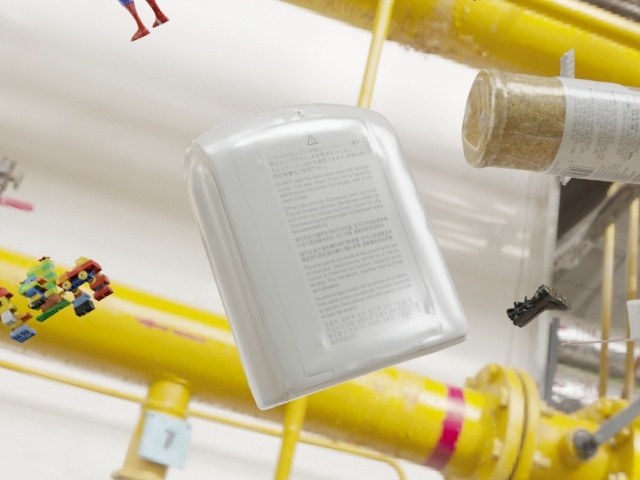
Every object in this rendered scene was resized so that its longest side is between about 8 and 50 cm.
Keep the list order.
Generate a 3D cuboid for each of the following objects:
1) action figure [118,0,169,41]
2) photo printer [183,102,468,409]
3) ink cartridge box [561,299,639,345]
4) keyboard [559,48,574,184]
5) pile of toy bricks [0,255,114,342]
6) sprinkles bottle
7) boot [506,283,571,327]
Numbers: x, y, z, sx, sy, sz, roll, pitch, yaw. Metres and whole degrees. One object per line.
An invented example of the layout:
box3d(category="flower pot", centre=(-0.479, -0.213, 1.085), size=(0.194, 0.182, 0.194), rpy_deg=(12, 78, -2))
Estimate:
box3d(category="action figure", centre=(-0.389, -0.473, 1.555), size=(0.139, 0.091, 0.280), rpy_deg=(-8, -61, 42))
box3d(category="photo printer", centre=(0.000, 0.000, 0.981), size=(0.256, 0.308, 0.107), rpy_deg=(-14, -11, -29))
box3d(category="ink cartridge box", centre=(0.520, 0.111, 1.296), size=(0.275, 0.060, 0.238), rpy_deg=(2, -8, -39))
box3d(category="keyboard", centre=(0.483, -0.240, 1.767), size=(0.014, 0.072, 0.256), rpy_deg=(8, -68, 32))
box3d(category="pile of toy bricks", centre=(-0.453, 0.075, 1.498), size=(0.212, 0.105, 0.118), rpy_deg=(-30, -28, 5))
box3d(category="sprinkles bottle", centre=(0.355, -0.128, 1.086), size=(0.355, 0.121, 0.121), rpy_deg=(5, -27, -8))
box3d(category="boot", centre=(0.439, 0.140, 1.828), size=(0.099, 0.045, 0.121), rpy_deg=(-44, -42, 21))
